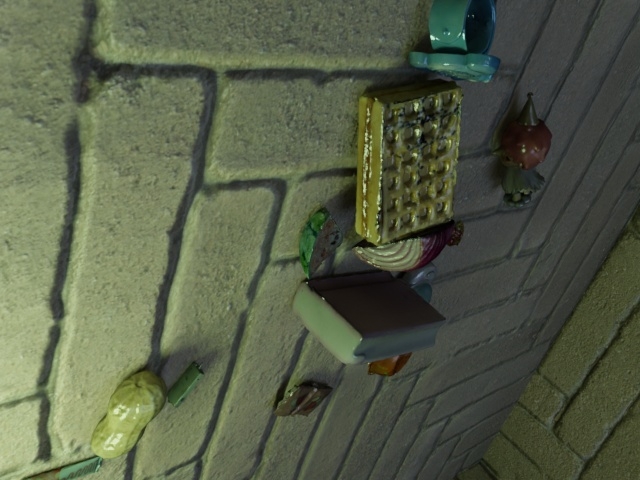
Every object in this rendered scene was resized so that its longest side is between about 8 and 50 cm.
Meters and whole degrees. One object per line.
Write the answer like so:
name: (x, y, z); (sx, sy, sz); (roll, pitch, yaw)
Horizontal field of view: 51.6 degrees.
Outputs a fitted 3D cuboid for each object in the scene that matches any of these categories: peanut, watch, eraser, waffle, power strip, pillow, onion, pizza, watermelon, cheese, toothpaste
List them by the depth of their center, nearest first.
watch: (0.321, -0.468, 1.492); (0.211, 0.211, 0.193); (0, 102, -47)
peanut: (-0.461, 0.417, 1.567); (0.256, 0.123, 0.124); (-52, 145, 14)
waffle: (0.217, -0.191, 1.609); (0.261, 0.114, 0.376); (-16, 123, -25)
toothpaste: (-0.628, 0.572, 1.611); (0.205, 0.036, 0.056); (-3, 124, -50)
watermelon: (0.000, 0.000, 1.688); (0.139, 0.071, 0.187); (-7, 121, -51)
power strip: (-0.341, 0.364, 1.693); (0.136, 0.051, 0.019); (-51, 138, 5)
onion: (0.246, 0.020, 1.799); (0.247, 0.250, 0.111); (-22, 99, -50)
eraser: (0.135, 0.207, 1.845); (0.359, 0.272, 0.122); (-6, 127, -44)
pillow: (-0.058, 0.512, 2.137); (0.135, 0.049, 0.248); (-52, 149, 8)
pizza: (0.446, -0.007, 2.175); (0.100, 0.029, 0.099); (-46, 146, -1)
cheese: (0.252, 0.362, 2.249); (0.329, 0.129, 0.217); (-11, 135, -57)

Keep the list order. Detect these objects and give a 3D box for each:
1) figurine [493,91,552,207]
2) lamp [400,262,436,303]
figurine: (0.605, -0.264, 1.996); (0.387, 0.166, 0.207); (75, 30, -48)
lamp: (0.298, 0.175, 2.131); (0.179, 0.108, 0.246); (0, 123, -52)
